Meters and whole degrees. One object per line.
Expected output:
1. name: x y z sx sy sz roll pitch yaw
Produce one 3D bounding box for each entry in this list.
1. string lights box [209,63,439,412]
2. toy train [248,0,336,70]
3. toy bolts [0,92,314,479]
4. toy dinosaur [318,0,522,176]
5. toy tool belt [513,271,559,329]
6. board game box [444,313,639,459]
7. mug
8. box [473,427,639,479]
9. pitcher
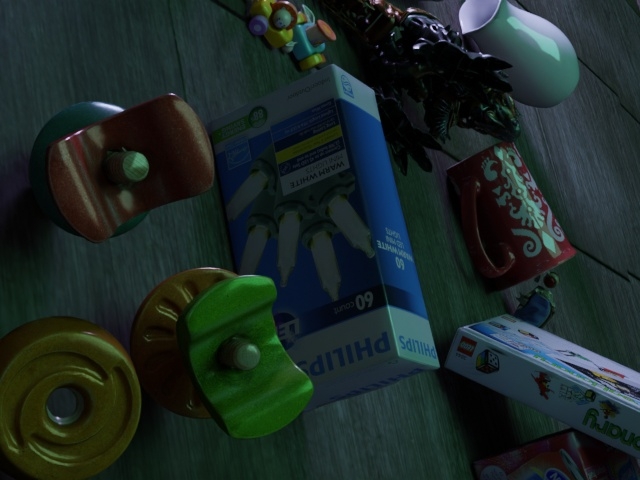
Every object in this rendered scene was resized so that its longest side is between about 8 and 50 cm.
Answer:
1. string lights box: 0.000 0.000 1.024 0.077 0.133 0.259 23 49 -56
2. toy train: -0.034 -0.250 1.259 0.166 0.046 0.125 35 41 -48
3. toy bolts: -0.144 0.029 0.785 0.218 0.158 0.228 -21 101 -25
4. toy dinosaur: 0.110 -0.199 1.429 0.322 0.164 0.218 13 31 -15
5. toy tool belt: 0.277 0.082 1.563 0.052 0.083 0.051 34 28 16
6. board game box: 0.304 0.168 1.326 0.193 0.305 0.053 -3 116 -66
7. mug: 0.233 -0.034 1.525 0.169 0.113 0.150 64 14 2
8. box: 0.286 0.276 1.366 0.257 0.123 0.128 5 65 -62
9. pitcher: 0.298 -0.310 1.884 0.207 0.125 0.177 37 22 -29
